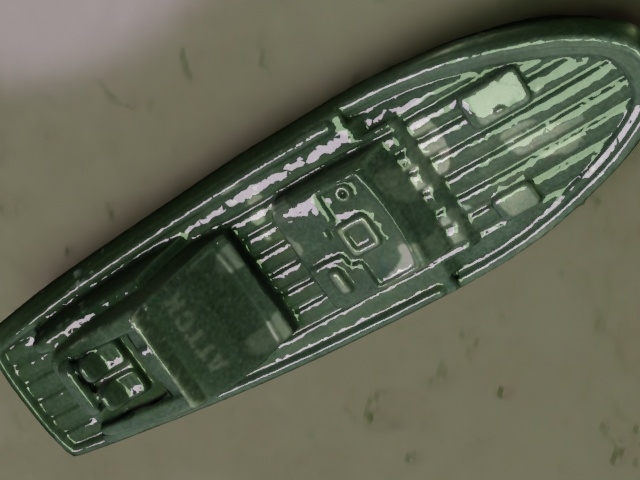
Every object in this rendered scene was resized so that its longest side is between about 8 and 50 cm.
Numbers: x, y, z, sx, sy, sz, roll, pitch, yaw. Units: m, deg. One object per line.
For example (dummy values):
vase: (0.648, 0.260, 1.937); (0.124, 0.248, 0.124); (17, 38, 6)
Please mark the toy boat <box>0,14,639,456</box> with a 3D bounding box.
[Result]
toy boat: (0.000, 0.000, 0.642); (0.260, 0.085, 0.078); (-29, 106, 23)
